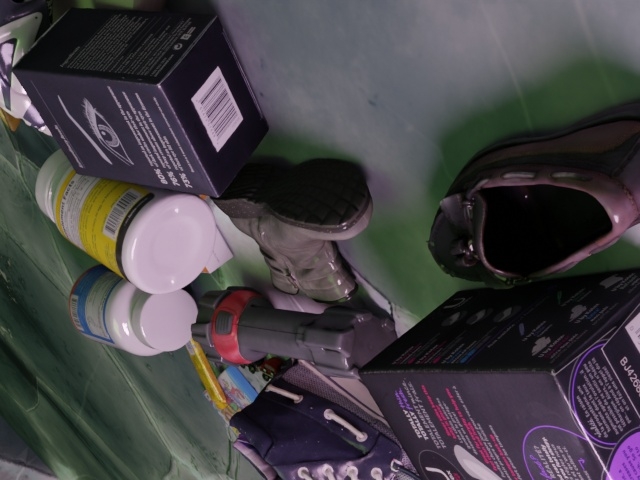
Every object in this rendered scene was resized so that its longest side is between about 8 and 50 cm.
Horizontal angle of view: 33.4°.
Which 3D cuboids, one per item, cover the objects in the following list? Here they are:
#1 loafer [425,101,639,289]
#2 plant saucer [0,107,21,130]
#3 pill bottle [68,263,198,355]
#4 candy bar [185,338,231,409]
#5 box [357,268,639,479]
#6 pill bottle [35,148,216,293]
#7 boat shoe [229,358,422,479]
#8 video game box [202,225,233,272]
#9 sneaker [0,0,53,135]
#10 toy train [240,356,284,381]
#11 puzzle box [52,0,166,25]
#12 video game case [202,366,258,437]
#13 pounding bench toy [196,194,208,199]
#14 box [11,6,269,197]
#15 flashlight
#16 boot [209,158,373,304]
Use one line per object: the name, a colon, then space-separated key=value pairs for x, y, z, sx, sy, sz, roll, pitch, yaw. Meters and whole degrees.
loafer: x=0.154 y=-0.019 z=0.805 sx=0.109 sy=0.095 sz=0.302 roll=55 pitch=152 yaw=-4
plant saucer: x=-0.474 y=-0.322 z=1.364 sx=0.332 sy=0.081 sz=0.333 roll=53 pitch=167 yaw=-2
pill bottle: x=-0.271 y=0.102 z=1.560 sx=0.221 sy=0.124 sz=0.124 roll=7 pitch=128 yaw=53
candy bar: x=-0.178 y=0.184 z=1.604 sx=0.040 sy=0.018 sz=0.161 roll=-13 pitch=102 yaw=59
box: x=0.184 y=0.135 z=0.887 sx=0.165 sy=0.143 sz=0.270 roll=60 pitch=152 yaw=-10
pill bottle: x=-0.223 y=-0.031 z=1.196 sx=0.208 sy=0.119 sz=0.119 roll=28 pitch=144 yaw=40
boat shoe: x=0.044 y=0.272 z=1.241 sx=0.340 sy=0.158 sz=0.127 roll=33 pitch=147 yaw=33
video game box: x=-0.220 y=-0.047 z=1.394 sx=0.205 sy=0.048 sz=0.187 roll=1 pitch=126 yaw=56
sneaker: x=-0.303 y=-0.213 z=1.172 sx=0.235 sy=0.153 sz=0.094 roll=28 pitch=-162 yaw=-25
toy train: x=-0.059 y=0.174 z=1.429 sx=0.158 sy=0.027 sz=0.036 roll=20 pitch=127 yaw=47
puzzle box: x=-0.259 y=-0.344 z=1.103 sx=0.272 sy=0.052 sz=0.409 roll=47 pitch=152 yaw=11
video game case: x=-0.121 y=0.257 z=1.629 sx=0.119 sy=0.015 sz=0.166 roll=50 pitch=152 yaw=5
pounding bench toy: x=-0.145 y=-0.081 z=1.219 sx=0.052 sy=0.065 sz=0.083 roll=45 pitch=151 yaw=16
box: x=-0.182 y=-0.143 z=1.087 sx=0.207 sy=0.108 sz=0.153 roll=12 pitch=143 yaw=32
flashlight: x=-0.031 y=0.111 z=1.247 sx=0.304 sy=0.103 sz=0.103 roll=2 pitch=128 yaw=50
boot: x=0.000 y=0.000 z=1.106 sx=0.246 sy=0.083 sz=0.161 roll=11 pitch=142 yaw=54
